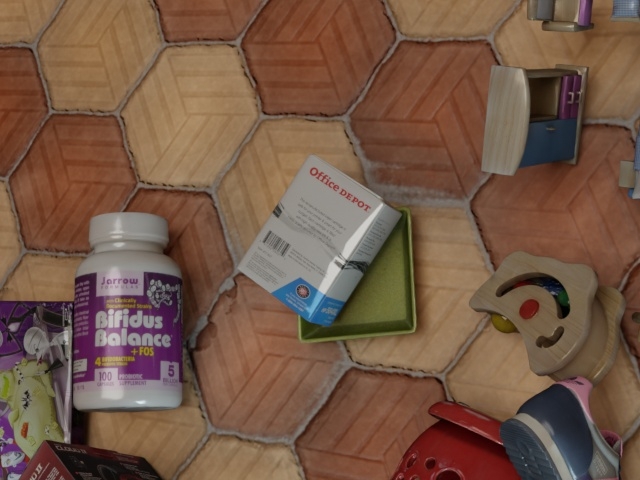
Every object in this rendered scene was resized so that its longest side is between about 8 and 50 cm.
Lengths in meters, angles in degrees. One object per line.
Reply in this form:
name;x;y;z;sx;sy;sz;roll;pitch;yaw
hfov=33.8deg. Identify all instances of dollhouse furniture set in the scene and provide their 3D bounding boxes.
dollhouse furniture set;0.392;-0.187;1.314;0.303;0.198;0.286;13;106;35

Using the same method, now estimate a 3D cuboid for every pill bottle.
pill bottle;-0.301;0.114;1.650;0.169;0.169;0.301;-8;77;23

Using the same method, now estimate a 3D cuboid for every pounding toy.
pounding toy;0.331;0.126;1.372;0.269;0.155;0.154;16;74;57

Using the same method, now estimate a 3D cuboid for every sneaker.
sneaker;0.340;0.310;1.296;0.131;0.319;0.112;-38;26;-22

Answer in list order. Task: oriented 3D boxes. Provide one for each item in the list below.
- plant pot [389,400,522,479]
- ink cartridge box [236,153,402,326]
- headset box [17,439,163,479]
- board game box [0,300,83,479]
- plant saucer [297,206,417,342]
plant pot;0.195;0.316;1.376;0.191;0.191;0.174;22;80;27
ink cartridge box;0.000;0.000;1.529;0.148;0.086;0.203;36;94;26
headset box;-0.299;0.414;1.541;0.293;0.218;0.110;38;96;37
board game box;-0.491;0.271;1.730;0.208;0.056;0.346;-1;88;19
plant saucer;0.057;0.055;1.566;0.188;0.045;0.188;-7;77;23
